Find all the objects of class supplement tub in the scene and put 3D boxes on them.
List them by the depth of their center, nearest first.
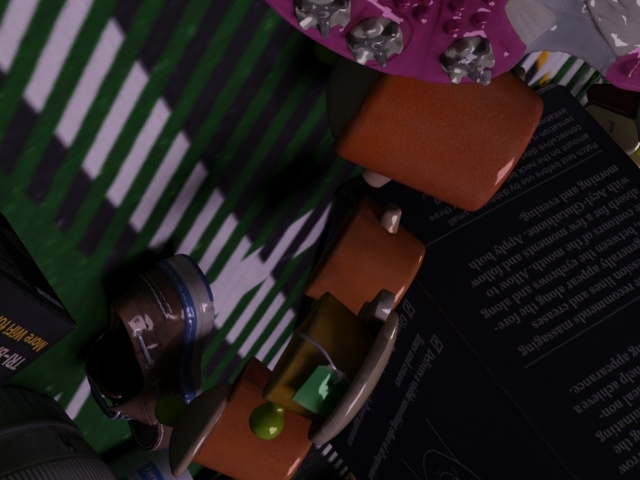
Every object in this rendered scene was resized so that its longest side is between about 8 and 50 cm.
[{"bbox_3d":[-0.155,0.206,1.048,0.107,0.071,0.071,-29,157,-24],"label":"supplement tub"}]

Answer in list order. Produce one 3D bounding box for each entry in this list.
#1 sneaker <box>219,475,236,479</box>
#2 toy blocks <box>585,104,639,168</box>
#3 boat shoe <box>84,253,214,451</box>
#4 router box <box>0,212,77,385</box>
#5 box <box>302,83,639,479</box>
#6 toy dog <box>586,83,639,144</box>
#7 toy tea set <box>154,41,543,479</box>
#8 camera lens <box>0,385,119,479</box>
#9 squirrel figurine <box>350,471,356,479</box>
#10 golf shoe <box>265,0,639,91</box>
[{"bbox_3d":[-0.091,0.315,1.314,0.110,0.118,0.292,-20,151,-34],"label":"sneaker"},{"bbox_3d":[0.233,-0.057,1.148,0.123,0.054,0.148,-22,155,-36],"label":"toy blocks"},{"bbox_3d":[-0.116,0.080,0.873,0.066,0.066,0.183,-21,144,-27],"label":"boat shoe"},{"bbox_3d":[-0.262,0.041,0.522,0.243,0.081,0.309,-37,159,-1],"label":"router box"},{"bbox_3d":[0.182,0.142,1.002,0.212,0.395,0.293,-27,157,-25],"label":"box"},{"bbox_3d":[0.342,-0.121,1.054,0.333,0.161,0.220,-5,117,-39],"label":"toy dog"},{"bbox_3d":[0.000,0.000,0.791,0.336,0.124,0.200,-58,-177,1],"label":"toy tea set"},{"bbox_3d":[-0.183,0.256,0.820,0.219,0.274,0.219,-32,159,-14],"label":"camera lens"},{"bbox_3d":[0.117,0.346,1.472,0.397,0.281,0.370,-35,163,5],"label":"squirrel figurine"},{"bbox_3d":[0.092,-0.152,0.665,0.306,0.140,0.115,4,140,-27],"label":"golf shoe"}]
